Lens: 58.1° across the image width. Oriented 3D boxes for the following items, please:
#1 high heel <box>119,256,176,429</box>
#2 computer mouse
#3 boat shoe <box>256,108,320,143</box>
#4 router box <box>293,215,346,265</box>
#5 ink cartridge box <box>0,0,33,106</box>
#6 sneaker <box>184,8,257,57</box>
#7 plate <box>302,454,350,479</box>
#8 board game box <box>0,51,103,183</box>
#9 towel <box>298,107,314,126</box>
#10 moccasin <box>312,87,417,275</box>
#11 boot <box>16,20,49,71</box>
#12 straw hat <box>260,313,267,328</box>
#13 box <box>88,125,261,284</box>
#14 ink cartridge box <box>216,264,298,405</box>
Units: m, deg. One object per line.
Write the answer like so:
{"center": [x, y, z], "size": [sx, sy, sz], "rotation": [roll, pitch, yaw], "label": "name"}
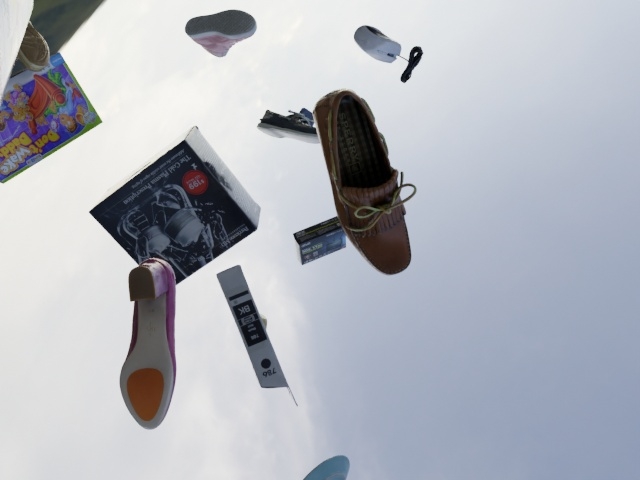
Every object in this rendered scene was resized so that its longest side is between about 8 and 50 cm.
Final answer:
{"center": [-0.249, 0.149, 0.864], "size": [0.082, 0.117, 0.244], "rotation": [-7, -87, 1], "label": "high heel"}
{"center": [0.173, -0.497, 1.520], "size": [0.106, 0.192, 0.042], "rotation": [-53, -160, 45], "label": "computer mouse"}
{"center": [-0.081, -0.342, 1.716], "size": [0.254, 0.095, 0.079], "rotation": [17, -96, 41], "label": "boat shoe"}
{"center": [0.000, 0.000, 1.349], "size": [0.122, 0.092, 0.038], "rotation": [-23, -122, -11], "label": "router box"}
{"center": [-0.503, -0.346, 0.834], "size": [0.201, 0.117, 0.278], "rotation": [128, -35, -51], "label": "ink cartridge box"}
{"center": [-0.156, -0.348, 0.976], "size": [0.134, 0.070, 0.051], "rotation": [5, -105, 23], "label": "sneaker"}
{"center": [0.000, 0.542, 1.230], "size": [0.024, 0.188, 0.188], "rotation": [33, -93, 39], "label": "plate"}
{"center": [-0.852, -0.360, 1.680], "size": [0.078, 0.233, 0.347], "rotation": [15, -131, 46], "label": "board game box"}
{"center": [-0.059, -0.402, 1.986], "size": [0.029, 0.067, 0.120], "rotation": [-34, -153, 49], "label": "towel"}
{"center": [0.097, -0.106, 1.114], "size": [0.139, 0.381, 0.147], "rotation": [-16, -165, -9], "label": "moccasin"}
{"center": [-0.884, -0.524, 1.642], "size": [0.203, 0.095, 0.262], "rotation": [-45, -108, 25], "label": "boot"}
{"center": [-0.173, 0.228, 1.544], "size": [0.061, 0.145, 0.145], "rotation": [-9, -142, -16], "label": "straw hat"}
{"center": [-0.396, -0.086, 1.625], "size": [0.343, 0.313, 0.179], "rotation": [-34, -159, 12], "label": "box"}
{"center": [-0.148, 0.222, 1.307], "size": [0.065, 0.333, 0.165], "rotation": [-23, 176, -11], "label": "ink cartridge box"}
